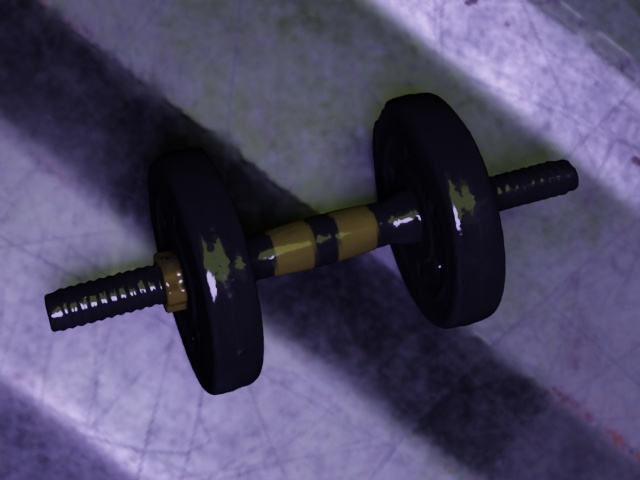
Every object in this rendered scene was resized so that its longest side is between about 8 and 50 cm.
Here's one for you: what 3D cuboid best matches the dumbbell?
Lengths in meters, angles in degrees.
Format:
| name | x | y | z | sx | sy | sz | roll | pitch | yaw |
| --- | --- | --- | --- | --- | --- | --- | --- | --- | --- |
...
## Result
| name | x | y | z | sx | sy | sz | roll | pitch | yaw |
| --- | --- | --- | --- | --- | --- | --- | --- | --- | --- |
| dumbbell | 0.000 | 0.000 | 0.889 | 0.325 | 0.143 | 0.143 | -14 | 86 | -13 |
